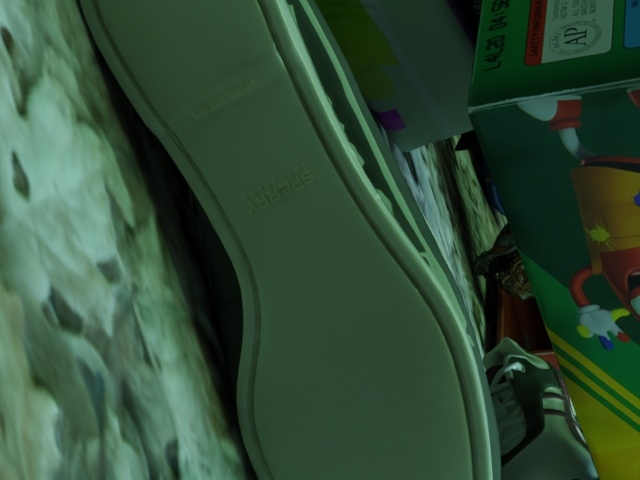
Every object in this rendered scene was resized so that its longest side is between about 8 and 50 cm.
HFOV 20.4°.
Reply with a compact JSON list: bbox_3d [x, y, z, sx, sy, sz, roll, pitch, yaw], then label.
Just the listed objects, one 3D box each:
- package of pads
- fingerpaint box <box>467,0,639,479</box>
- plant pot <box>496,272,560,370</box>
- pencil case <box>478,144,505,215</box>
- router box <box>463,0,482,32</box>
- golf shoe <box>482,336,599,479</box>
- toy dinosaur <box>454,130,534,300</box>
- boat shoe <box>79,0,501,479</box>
[{"bbox_3d":[0.035,-0.227,1.256,0.296,0.101,0.229,49,27,-63],"label":"package of pads"},{"bbox_3d":[0.234,-0.101,1.198,0.445,0.163,0.371,-78,153,-44],"label":"fingerpaint box"},{"bbox_3d":[0.308,0.143,1.633,0.267,0.267,0.236,-75,158,-68],"label":"plant pot"},{"bbox_3d":[0.218,-0.161,1.921,0.133,0.119,0.306,93,-7,-46],"label":"pencil case"},{"bbox_3d":[0.117,-0.225,1.265,0.133,0.046,0.179,56,23,-53],"label":"router box"},{"bbox_3d":[0.146,0.154,1.298,0.120,0.105,0.273,50,13,0],"label":"golf shoe"},{"bbox_3d":[0.226,-0.103,1.622,0.322,0.218,0.164,-48,151,-27],"label":"toy dinosaur"},{"bbox_3d":[0.000,0.000,0.772,0.335,0.112,0.095,68,17,-7],"label":"boat shoe"}]
